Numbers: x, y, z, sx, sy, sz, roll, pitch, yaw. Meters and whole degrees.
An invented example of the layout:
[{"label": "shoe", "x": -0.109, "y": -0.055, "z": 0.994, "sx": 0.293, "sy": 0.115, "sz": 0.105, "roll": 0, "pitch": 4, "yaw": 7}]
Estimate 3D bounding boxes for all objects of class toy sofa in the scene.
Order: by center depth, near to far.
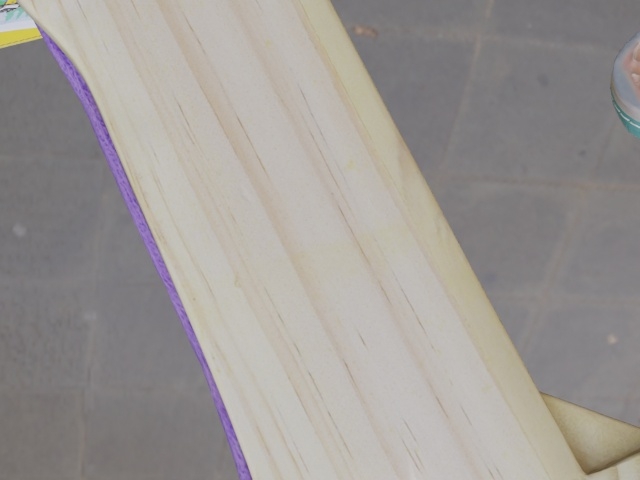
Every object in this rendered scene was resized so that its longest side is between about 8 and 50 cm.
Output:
[{"label": "toy sofa", "x": 0.000, "y": 0.000, "z": 0.589, "sx": 0.177, "sy": 0.362, "sz": 0.150, "roll": -24, "pitch": 162, "yaw": -10}]

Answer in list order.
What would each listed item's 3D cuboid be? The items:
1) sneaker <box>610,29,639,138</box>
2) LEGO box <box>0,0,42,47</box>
[{"label": "sneaker", "x": 0.325, "y": -0.098, "z": 0.800, "sx": 0.302, "sy": 0.108, "sz": 0.121, "roll": -13, "pitch": 145, "yaw": -9}, {"label": "LEGO box", "x": -0.148, "y": -0.363, "z": 0.860, "sx": 0.500, "sy": 0.372, "sz": 0.193, "roll": -21, "pitch": 166, "yaw": -30}]
